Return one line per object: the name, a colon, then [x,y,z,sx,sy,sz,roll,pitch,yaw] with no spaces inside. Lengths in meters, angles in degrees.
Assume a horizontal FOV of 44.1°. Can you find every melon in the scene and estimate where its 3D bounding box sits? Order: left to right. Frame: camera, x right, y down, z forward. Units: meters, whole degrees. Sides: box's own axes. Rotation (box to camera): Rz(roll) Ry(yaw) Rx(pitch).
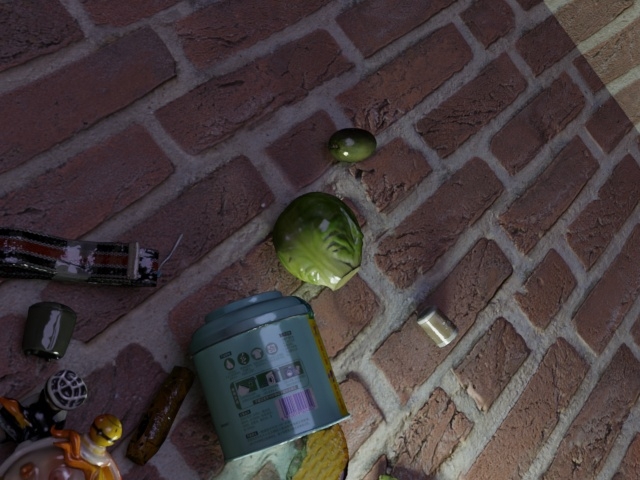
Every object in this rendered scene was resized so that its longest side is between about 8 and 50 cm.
melon: [0.092,-0.268,2.210,0.162,0.099,0.099,-11,76,-44]

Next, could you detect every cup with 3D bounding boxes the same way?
cup: [0.325,0.222,2.165,0.099,0.074,0.102,47,51,-8]

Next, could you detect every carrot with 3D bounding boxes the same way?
carrot: [-0.333,0.360,1.656,0.069,0.069,0.229,38,52,-15]

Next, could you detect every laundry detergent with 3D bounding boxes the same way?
laundry detergent: [-0.118,0.280,1.695,0.287,0.287,0.305,-11,76,-37]

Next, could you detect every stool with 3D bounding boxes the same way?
stool: [-0.542,0.181,1.573,0.096,0.096,0.110,19,65,-27]

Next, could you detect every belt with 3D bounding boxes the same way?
belt: [-0.519,0.041,1.643,0.359,0.126,0.094,8,75,-25]

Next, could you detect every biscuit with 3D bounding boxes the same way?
biscuit: [-0.020,0.526,1.818,0.228,0.031,0.176,-18,80,-37]

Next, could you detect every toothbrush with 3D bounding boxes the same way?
toothbrush: [-0.349,0.033,1.825,0.013,0.011,0.131,29,55,-6]

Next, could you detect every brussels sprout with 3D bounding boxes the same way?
brussels sprout: [0.000,0.000,1.965,0.244,0.244,0.244,15,62,-29]

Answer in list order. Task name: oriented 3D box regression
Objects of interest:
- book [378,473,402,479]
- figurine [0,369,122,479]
book: [0.224,0.677,1.923,0.228,0.024,0.160,26,59,-24]
figurine: [-0.484,0.427,1.437,0.320,0.196,0.323,-28,75,3]
